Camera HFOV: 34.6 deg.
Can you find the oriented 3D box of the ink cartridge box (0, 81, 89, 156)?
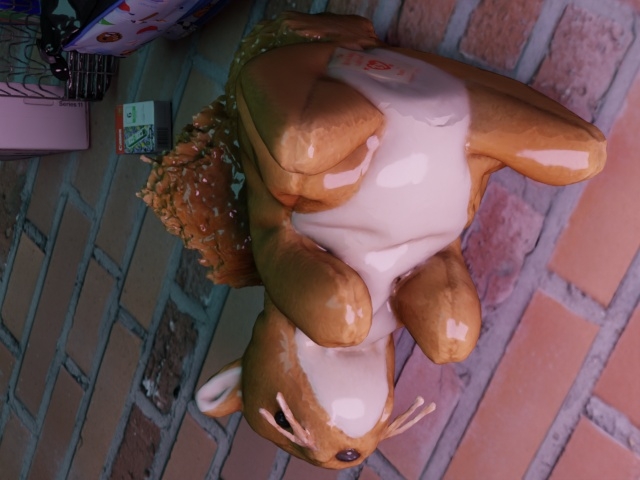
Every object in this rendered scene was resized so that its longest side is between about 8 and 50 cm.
[{"bbox_3d":[-0.432,-0.156,1.386,0.208,0.153,0.086,-2,91,45],"label":"ink cartridge box"}]

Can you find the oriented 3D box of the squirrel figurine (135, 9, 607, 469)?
[{"bbox_3d":[0.000,0.000,0.952,0.397,0.281,0.370,48,134,48],"label":"squirrel figurine"}]

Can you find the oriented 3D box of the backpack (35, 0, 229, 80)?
[{"bbox_3d":[-0.193,-0.339,1.110,0.263,0.213,0.276,-17,83,52],"label":"backpack"}]

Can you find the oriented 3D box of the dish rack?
[{"bbox_3d":[-0.366,-0.265,1.235,0.074,0.272,0.208,17,105,44],"label":"dish rack"}]

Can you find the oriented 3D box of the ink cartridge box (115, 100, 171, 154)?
[{"bbox_3d":[-0.231,-0.139,1.280,0.115,0.029,0.062,2,94,43],"label":"ink cartridge box"}]

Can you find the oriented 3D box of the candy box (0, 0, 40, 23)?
[{"bbox_3d":[-0.499,-0.362,1.360,0.317,0.268,0.122,15,99,43],"label":"candy box"}]
